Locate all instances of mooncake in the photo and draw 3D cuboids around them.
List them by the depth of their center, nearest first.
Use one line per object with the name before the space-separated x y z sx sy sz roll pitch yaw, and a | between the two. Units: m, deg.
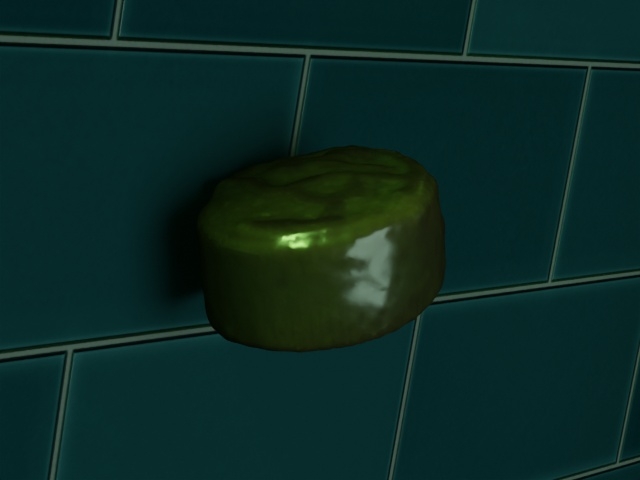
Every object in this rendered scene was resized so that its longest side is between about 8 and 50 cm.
mooncake | 0.000 0.000 2.190 0.284 0.284 0.155 -31 121 -43
